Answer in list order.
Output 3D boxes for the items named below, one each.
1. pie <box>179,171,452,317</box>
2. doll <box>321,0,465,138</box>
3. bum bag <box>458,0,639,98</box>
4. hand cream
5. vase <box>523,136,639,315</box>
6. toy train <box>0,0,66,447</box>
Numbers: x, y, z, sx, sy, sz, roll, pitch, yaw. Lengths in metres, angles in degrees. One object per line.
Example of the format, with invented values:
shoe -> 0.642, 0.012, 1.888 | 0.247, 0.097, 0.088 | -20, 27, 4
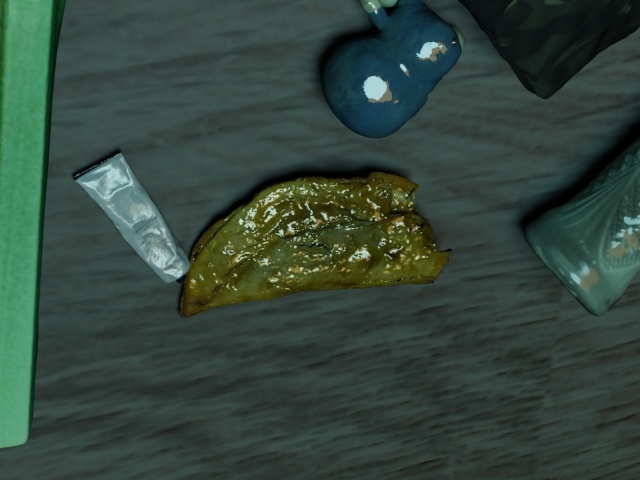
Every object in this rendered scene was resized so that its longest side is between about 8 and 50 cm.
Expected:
pie -> 0.000, 0.000, 0.772 | 0.170, 0.034, 0.092 | -5, 123, -15
doll -> 0.037, -0.098, 0.719 | 0.083, 0.050, 0.076 | -45, 123, 9
bum bag -> 0.065, -0.194, 0.645 | 0.340, 0.095, 0.144 | 30, 89, -36
hand cream -> -0.102, -0.010, 0.732 | 0.030, 0.019, 0.093 | -32, 120, -1
vase -> 0.232, -0.048, 0.814 | 0.219, 0.096, 0.096 | -41, 127, 7
toy train -> -0.224, -0.023, 0.601 | 0.202, 0.120, 0.300 | -4, 121, -25
